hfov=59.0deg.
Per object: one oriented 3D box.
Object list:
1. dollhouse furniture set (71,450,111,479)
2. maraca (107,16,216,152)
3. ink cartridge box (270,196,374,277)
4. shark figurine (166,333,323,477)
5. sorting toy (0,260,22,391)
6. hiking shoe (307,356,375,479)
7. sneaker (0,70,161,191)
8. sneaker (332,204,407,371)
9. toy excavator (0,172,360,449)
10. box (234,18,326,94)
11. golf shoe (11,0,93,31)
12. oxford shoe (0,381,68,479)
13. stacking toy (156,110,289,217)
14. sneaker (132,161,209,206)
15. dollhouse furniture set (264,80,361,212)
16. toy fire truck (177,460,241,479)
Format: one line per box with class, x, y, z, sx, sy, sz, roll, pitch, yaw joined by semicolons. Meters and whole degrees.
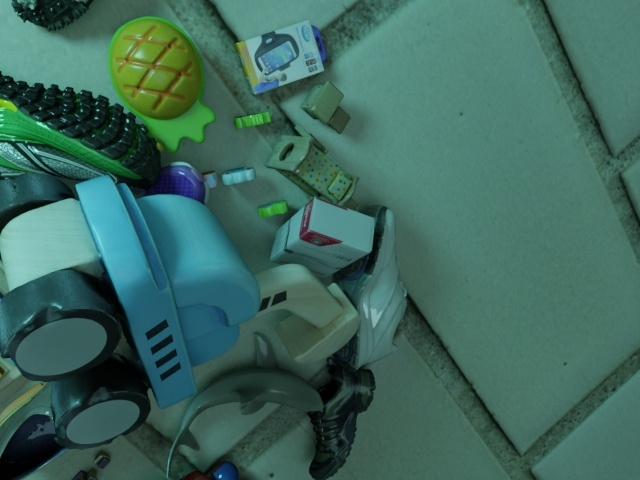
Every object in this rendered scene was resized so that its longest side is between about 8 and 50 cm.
dollhouse furniture set;-0.353;0.430;0.942;0.091;0.081;0.114;-46;113;-2
maraca;-0.222;-0.218;0.794;0.127;0.099;0.186;-21;103;-4
ink cartridge box;0.000;0.000;0.905;0.109;0.150;0.063;18;64;-22
shark figurine;-0.147;0.272;0.947;0.278;0.116;0.166;-21;100;-4
sorting toy;-0.512;0.138;0.832;0.208;0.038;0.193;-37;113;-6
hiking shoe;0.012;0.328;1.047;0.114;0.086;0.227;23;91;-9
sneaker;-0.379;-0.130;0.748;0.343;0.134;0.146;17;121;-2
sneaker;0.093;0.081;1.000;0.129;0.111;0.297;-4;110;-35
toy excavator;-0.141;0.081;0.754;0.445;0.222;0.433;-20;139;-19
box;-0.055;-0.285;0.875;0.136;0.028;0.081;-22;110;-10
golf shoe;-0.316;-0.402;0.722;0.105;0.120;0.273;19;120;-28
oxford shoe;-0.345;0.228;0.861;0.363;0.133;0.130;-45;113;-3
stacking toy;-0.164;-0.094;0.878;0.221;0.052;0.167;-17;109;-14
sneaker;-0.261;-0.020;0.796;0.236;0.104;0.095;-32;102;16
dollhouse furniture set;0.039;-0.132;0.901;0.182;0.101;0.161;35;82;-33
toy fire truck;-0.201;0.535;0.997;0.254;0.169;0.302;-51;116;-26
